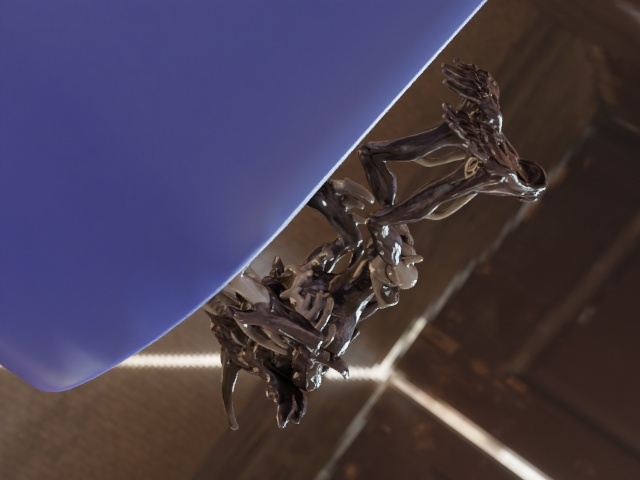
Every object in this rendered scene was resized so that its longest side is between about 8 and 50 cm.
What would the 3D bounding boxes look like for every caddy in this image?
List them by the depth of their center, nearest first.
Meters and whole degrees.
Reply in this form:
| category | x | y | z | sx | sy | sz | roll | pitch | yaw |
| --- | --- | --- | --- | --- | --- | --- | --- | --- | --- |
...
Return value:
| category | x | y | z | sx | sy | sz | roll | pitch | yaw |
| --- | --- | --- | --- | --- | --- | --- | --- | --- | --- |
| caddy | -0.077 | -0.120 | 0.530 | 0.341 | 0.241 | 0.179 | -49 | 118 | -11 |

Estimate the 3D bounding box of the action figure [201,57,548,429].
| category | x | y | z | sx | sy | sz | roll | pitch | yaw |
| --- | --- | --- | --- | --- | --- | --- | --- | --- | --- |
| action figure | 0.000 | 0.000 | 0.999 | 0.141 | 0.164 | 0.275 | 38 | 117 | -22 |
